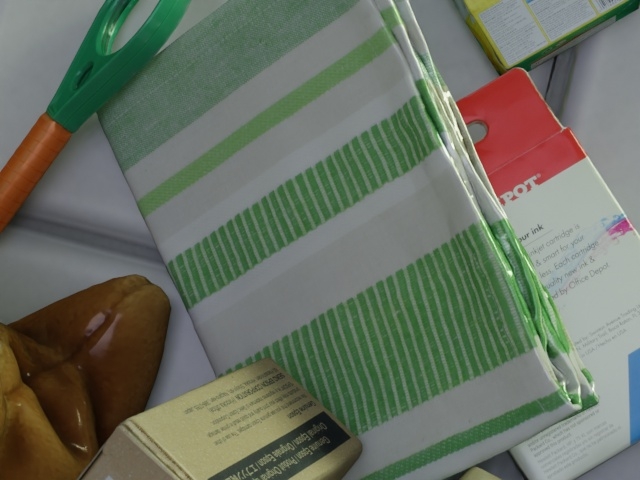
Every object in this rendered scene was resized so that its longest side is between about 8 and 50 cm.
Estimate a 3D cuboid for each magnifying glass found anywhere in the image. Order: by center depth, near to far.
[{"bbox_3d":[-0.156,-0.096,1.056,0.026,0.092,0.231,36,94,-30],"label":"magnifying glass"}]

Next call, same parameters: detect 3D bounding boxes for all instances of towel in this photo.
[{"bbox_3d":[0.000,0.000,0.974,0.248,0.038,0.325,-33,75,34],"label":"towel"}]

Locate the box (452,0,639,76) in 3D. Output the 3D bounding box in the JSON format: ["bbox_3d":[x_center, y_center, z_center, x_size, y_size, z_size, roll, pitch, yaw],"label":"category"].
[{"bbox_3d":[0.119,-0.205,1.054,0.105,0.043,0.179,-29,80,1],"label":"box"}]

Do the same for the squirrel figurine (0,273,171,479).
[{"bbox_3d":[-0.291,0.141,0.871,0.281,0.370,0.397,15,82,9],"label":"squirrel figurine"}]

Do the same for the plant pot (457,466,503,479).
[{"bbox_3d":[0.099,0.198,0.956,0.109,0.109,0.096,26,73,10],"label":"plant pot"}]

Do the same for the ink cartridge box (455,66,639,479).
[{"bbox_3d":[0.130,0.027,0.992,0.134,0.078,0.231,-31,78,0],"label":"ink cartridge box"}]

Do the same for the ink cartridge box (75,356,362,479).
[{"bbox_3d":[-0.102,0.189,0.898,0.088,0.193,0.235,42,109,10],"label":"ink cartridge box"}]
